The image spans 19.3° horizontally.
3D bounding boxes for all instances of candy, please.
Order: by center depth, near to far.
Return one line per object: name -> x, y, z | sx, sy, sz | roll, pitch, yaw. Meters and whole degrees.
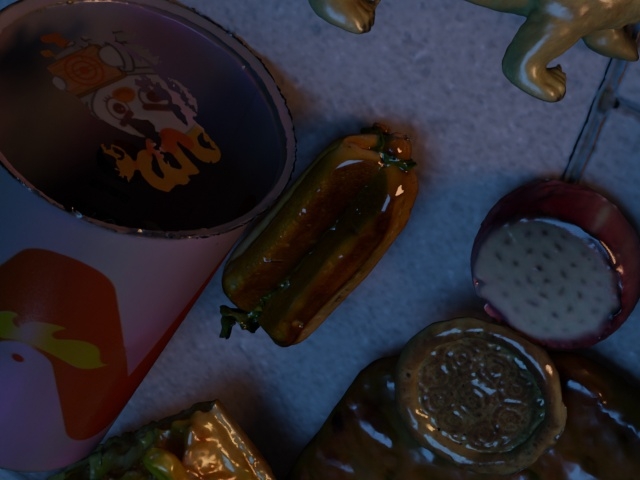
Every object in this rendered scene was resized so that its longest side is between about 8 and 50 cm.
candy -> 0.137, 0.015, 1.094 | 0.103, 0.043, 0.103 | 13, 123, 20

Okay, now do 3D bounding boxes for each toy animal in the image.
toy animal -> 0.111, -0.141, 0.960 | 0.219, 0.103, 0.101 | 19, 121, -5

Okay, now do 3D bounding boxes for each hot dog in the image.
hot dog -> 0.000, 0.000, 1.149 | 0.072, 0.055, 0.188 | 44, 129, 1

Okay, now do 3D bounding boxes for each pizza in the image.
pizza -> -0.085, 0.257, 1.303 | 0.268, 0.087, 0.258 | 53, 141, -5

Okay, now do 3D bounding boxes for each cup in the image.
cup -> -0.153, 0.012, 1.165 | 0.203, 0.203, 0.288 | 34, 135, 5

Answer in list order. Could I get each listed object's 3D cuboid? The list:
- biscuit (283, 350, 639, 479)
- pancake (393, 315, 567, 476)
biscuit -> 0.137, 0.218, 1.215 | 0.359, 0.046, 0.359 | 13, 124, 20
pancake -> 0.096, 0.095, 1.132 | 0.115, 0.011, 0.115 | 13, 122, 21
